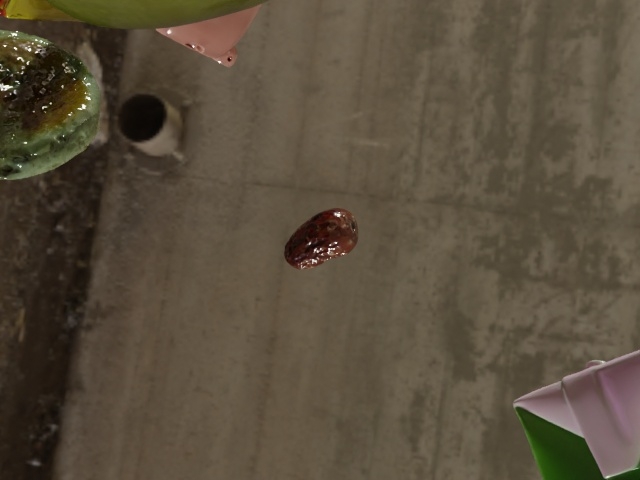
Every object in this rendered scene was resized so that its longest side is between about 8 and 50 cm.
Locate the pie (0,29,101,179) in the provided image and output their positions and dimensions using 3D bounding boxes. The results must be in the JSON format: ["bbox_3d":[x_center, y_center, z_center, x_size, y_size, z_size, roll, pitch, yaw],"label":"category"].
[{"bbox_3d":[-0.435,-0.180,1.259,0.066,0.303,0.302,99,8,-46],"label":"pie"}]

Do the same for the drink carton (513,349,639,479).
[{"bbox_3d":[0.224,0.177,0.481,0.161,0.108,0.271,-2,67,-51],"label":"drink carton"}]

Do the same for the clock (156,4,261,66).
[{"bbox_3d":[-0.162,-0.397,1.389,0.227,0.142,0.241,19,106,-50],"label":"clock"}]

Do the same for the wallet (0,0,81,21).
[{"bbox_3d":[-0.351,-0.357,1.239,0.241,0.067,0.141,-40,148,-74],"label":"wallet"}]

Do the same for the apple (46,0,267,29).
[{"bbox_3d":[-0.145,-0.407,0.809,0.473,0.474,0.473,7,90,-76],"label":"apple"}]

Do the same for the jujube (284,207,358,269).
[{"bbox_3d":[0.000,0.000,1.448,0.077,0.129,0.077,33,41,-34],"label":"jujube"}]
